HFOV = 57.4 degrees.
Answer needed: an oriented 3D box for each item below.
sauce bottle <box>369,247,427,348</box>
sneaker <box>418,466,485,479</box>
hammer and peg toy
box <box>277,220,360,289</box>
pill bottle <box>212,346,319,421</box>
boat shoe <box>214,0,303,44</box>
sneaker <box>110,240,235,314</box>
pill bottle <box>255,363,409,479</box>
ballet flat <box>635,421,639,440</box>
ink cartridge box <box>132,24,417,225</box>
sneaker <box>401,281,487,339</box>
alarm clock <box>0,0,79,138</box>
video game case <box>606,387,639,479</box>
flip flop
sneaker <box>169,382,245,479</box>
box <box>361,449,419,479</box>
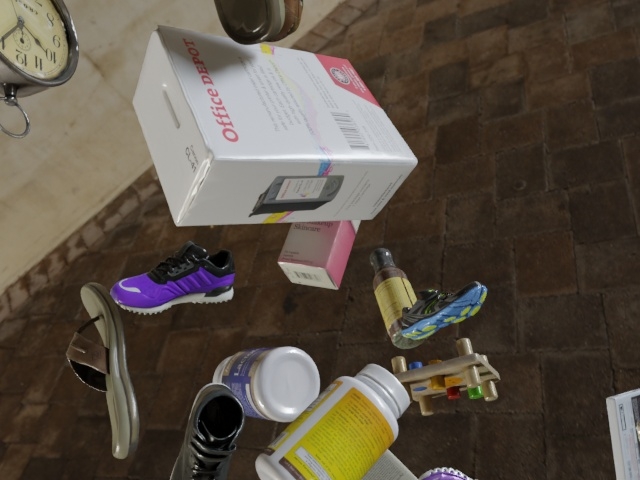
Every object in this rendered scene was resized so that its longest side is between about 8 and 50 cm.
[{"bbox_3d":[0.216,0.155,1.694,0.111,0.111,0.344,-27,38,12],"label":"sauce bottle"},{"bbox_3d":[0.343,0.624,1.399,0.104,0.237,0.095,-93,21,-63],"label":"sneaker"},{"bbox_3d":[0.353,0.399,1.617,0.266,0.361,0.127,-20,58,20],"label":"hammer and peg toy"},{"bbox_3d":[0.000,0.000,1.617,0.149,0.126,0.232,6,62,24],"label":"box"},{"bbox_3d":[-0.131,0.315,1.294,0.265,0.153,0.153,-19,39,55],"label":"pill bottle"},{"bbox_3d":[-0.084,-0.381,0.651,0.111,0.307,0.104,8,28,27],"label":"boat shoe"},{"bbox_3d":[-0.320,0.069,1.305,0.102,0.294,0.146,38,122,40],"label":"sneaker"},{"bbox_3d":[0.024,0.270,0.798,0.215,0.117,0.117,-39,38,-27],"label":"pill bottle"},{"bbox_3d":[0.503,0.342,0.770,0.091,0.077,0.240,-31,77,4],"label":"ballet flat"},{"bbox_3d":[-0.060,-0.142,0.766,0.131,0.306,0.226,-54,51,42],"label":"ink cartridge box"},{"bbox_3d":[0.205,0.112,1.020,0.188,0.067,0.078,-37,51,44],"label":"sneaker"},{"bbox_3d":[-0.293,-0.183,0.546,0.064,0.129,0.191,-16,74,18],"label":"alarm clock"},{"bbox_3d":[0.628,0.402,1.171,0.022,0.173,0.190,-14,76,47],"label":"video game case"},{"bbox_3d":[-0.323,0.182,0.847,0.080,0.112,0.277,-7,59,-24],"label":"flip flop"},{"bbox_3d":[-0.201,0.390,1.006,0.147,0.105,0.295,130,150,-67],"label":"sneaker"},{"bbox_3d":[0.191,0.559,1.203,0.113,0.094,0.275,-43,59,-11],"label":"box"}]
